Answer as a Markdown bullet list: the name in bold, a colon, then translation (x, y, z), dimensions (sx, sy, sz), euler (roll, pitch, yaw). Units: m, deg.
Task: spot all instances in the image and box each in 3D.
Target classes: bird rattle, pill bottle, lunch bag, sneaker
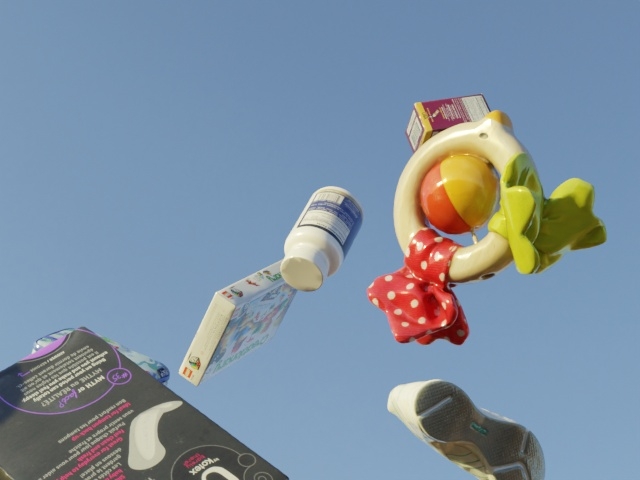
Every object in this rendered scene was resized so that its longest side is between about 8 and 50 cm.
- **bird rattle**: translation (0.149, -0.013, 1.065), dimensions (0.143, 0.207, 0.253), euler (12, -36, -40)
- **pill bottle**: translation (0.000, 0.000, 1.639), dimensions (0.094, 0.169, 0.094), euler (13, -48, 15)
- **lunch bag**: translation (-0.376, 0.228, 1.796), dimensions (0.219, 0.176, 0.090), euler (23, -78, 15)
- **sneaker**: translation (0.116, 0.152, 0.828), dimensions (0.152, 0.053, 0.061), euler (39, -19, -22)

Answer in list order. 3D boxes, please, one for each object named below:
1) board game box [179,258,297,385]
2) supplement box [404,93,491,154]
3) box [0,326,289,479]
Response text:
- **board game box**: translation (-0.145, 0.151, 2.080), dimensions (0.053, 0.305, 0.193), euler (34, -65, 15)
- **supplement box**: translation (0.143, -0.127, 1.179), dimensions (0.083, 0.043, 0.055), euler (-9, -30, -16)
- **box**: translation (-0.179, 0.222, 0.914), dimensions (0.270, 0.165, 0.143), euler (30, -47, 31)
